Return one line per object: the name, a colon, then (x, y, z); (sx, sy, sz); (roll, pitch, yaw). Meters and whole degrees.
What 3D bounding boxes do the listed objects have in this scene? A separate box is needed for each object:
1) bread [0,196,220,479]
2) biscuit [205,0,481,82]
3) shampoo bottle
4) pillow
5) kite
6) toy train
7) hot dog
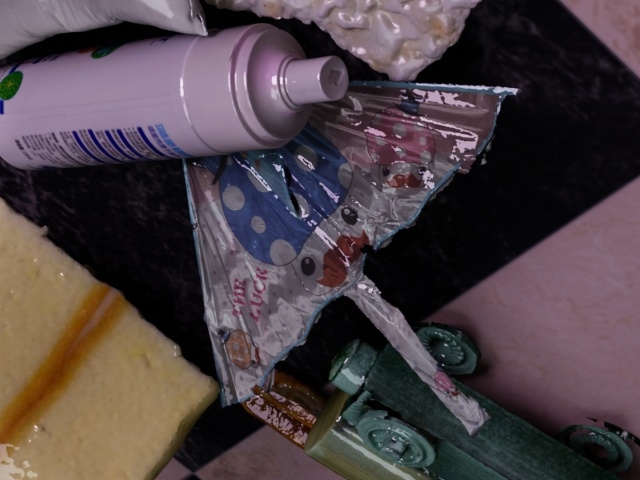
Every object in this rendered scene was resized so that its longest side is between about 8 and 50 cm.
bread: (-0.249, 0.127, 1.093); (0.263, 0.198, 0.236); (42, 166, -8)
biscuit: (0.032, -0.193, 0.831); (0.265, 0.040, 0.188); (-6, 125, 30)
shampoo bottle: (-0.113, -0.104, 0.909); (0.303, 0.092, 0.092); (-2, 127, 36)
pillow: (-0.191, -0.196, 0.888); (0.254, 0.078, 0.144); (-6, 103, 31)
kite: (0.000, 0.000, 0.936); (0.368, 0.014, 0.406); (49, 129, 10)
toy train: (0.133, 0.186, 1.066); (0.307, 0.126, 0.189); (32, 153, -4)
hot dog: (-0.008, 0.165, 1.151); (0.144, 0.038, 0.062); (33, 131, -7)
